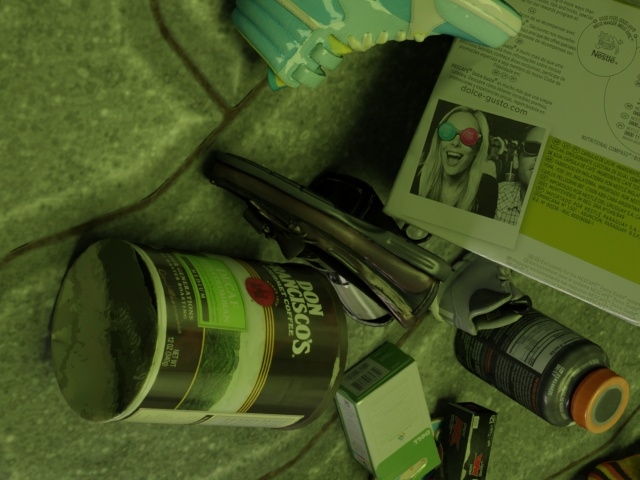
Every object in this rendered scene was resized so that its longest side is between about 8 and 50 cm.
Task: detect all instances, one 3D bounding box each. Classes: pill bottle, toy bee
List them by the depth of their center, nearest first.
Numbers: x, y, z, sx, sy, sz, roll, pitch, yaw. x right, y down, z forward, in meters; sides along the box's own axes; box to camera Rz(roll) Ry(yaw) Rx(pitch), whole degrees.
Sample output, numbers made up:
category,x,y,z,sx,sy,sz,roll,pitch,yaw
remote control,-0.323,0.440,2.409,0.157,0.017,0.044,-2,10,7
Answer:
category,x,y,z,sx,sy,sz,roll,pitch,yaw
pill bottle,0.317,0.179,1.996,0.130,0.246,0.130,-20,124,-32
toy bee,0.569,0.408,2.426,0.298,0.162,0.195,15,128,-28

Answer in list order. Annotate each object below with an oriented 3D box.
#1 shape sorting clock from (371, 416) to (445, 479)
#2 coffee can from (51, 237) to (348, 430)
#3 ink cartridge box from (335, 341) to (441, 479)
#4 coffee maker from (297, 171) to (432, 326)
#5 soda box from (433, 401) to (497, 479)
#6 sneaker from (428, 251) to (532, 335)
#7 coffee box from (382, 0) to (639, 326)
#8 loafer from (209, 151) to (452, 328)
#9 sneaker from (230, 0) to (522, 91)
category,x,y,z,sx,sy,sz,roll,pitch,yaw
shape sorting clock,0.157,0.357,2.100,0.206,0.040,0.206,-20,124,-32
coffee can,-0.135,0.112,1.605,0.275,0.201,0.201,9,106,-43
ink cartridge box,0.093,0.256,1.976,0.109,0.062,0.209,-34,131,-22
coffee maker,0.053,-0.007,1.782,0.178,0.120,0.171,51,47,-45
soda box,0.207,0.323,2.061,0.053,0.060,0.168,4,99,-40
sneaker,0.263,0.044,1.957,0.228,0.132,0.086,-50,135,-8
coffee box,0.340,-0.110,1.724,0.338,0.338,0.334,8,105,-65
loafer,0.000,0.000,1.627,0.303,0.109,0.095,27,91,-1
sneaker,0.049,-0.237,1.579,0.319,0.127,0.208,23,105,-7
